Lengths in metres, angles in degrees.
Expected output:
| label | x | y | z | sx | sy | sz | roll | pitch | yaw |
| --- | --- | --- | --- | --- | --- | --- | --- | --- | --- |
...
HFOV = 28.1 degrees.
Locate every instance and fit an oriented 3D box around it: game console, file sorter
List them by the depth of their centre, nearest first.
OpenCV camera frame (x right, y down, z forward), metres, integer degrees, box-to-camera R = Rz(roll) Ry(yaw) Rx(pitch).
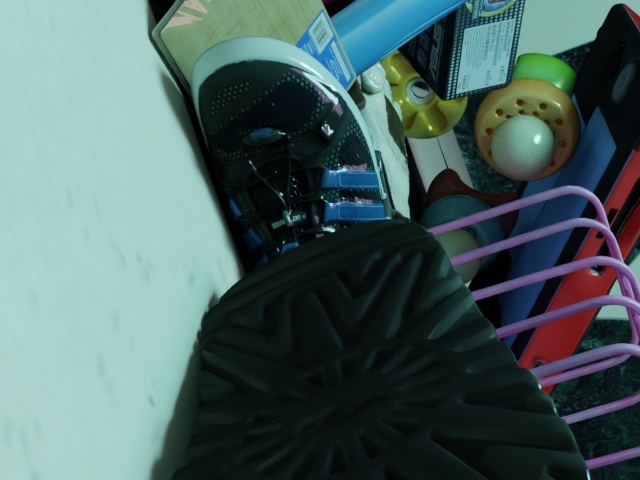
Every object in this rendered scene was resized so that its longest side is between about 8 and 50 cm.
| label | x | y | z | sx | sy | sz | roll | pitch | yaw |
| --- | --- | --- | --- | --- | --- | --- | --- | --- | --- |
| file sorter | 0.178 | 0.108 | 1.013 | 0.291 | 0.182 | 0.202 | -87 | 156 | -64 |
| game console | 0.244 | -0.032 | 1.299 | 0.342 | 0.060 | 0.387 | -88 | -159 | -66 |

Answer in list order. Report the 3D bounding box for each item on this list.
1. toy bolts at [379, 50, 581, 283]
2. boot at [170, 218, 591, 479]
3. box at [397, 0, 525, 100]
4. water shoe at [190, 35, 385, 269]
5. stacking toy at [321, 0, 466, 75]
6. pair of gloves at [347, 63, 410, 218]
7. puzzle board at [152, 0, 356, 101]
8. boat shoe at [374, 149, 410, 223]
| label | x | y | z | sx | sy | sz | roll | pitch | yaw |
| --- | --- | --- | --- | --- | --- | --- | --- | --- | --- |
| toy bolts | 0.134 | -0.070 | 1.278 | 0.158 | 0.218 | 0.228 | -60 | 164 | -60 |
| boot | 0.055 | 0.161 | 0.426 | 0.348 | 0.131 | 0.260 | -83 | 152 | -68 |
| box | 0.076 | -0.269 | 0.909 | 0.216 | 0.060 | 0.270 | -124 | -153 | -43 |
| water shoe | 0.000 | 0.000 | 0.598 | 0.080 | 0.073 | 0.203 | -90 | 158 | -55 |
| stacking toy | -0.031 | -0.244 | 0.757 | 0.302 | 0.165 | 0.175 | 55 | 2 | -3 |
| pair of gloves | 0.028 | -0.132 | 1.057 | 0.204 | 0.042 | 0.240 | -96 | 161 | -52 |
| puzzle board | -0.029 | -0.091 | 0.633 | 0.096 | 0.011 | 0.128 | -57 | 143 | -24 |
| boat shoe | 0.050 | -0.011 | 0.963 | 0.046 | 0.038 | 0.125 | -83 | 152 | -67 |
